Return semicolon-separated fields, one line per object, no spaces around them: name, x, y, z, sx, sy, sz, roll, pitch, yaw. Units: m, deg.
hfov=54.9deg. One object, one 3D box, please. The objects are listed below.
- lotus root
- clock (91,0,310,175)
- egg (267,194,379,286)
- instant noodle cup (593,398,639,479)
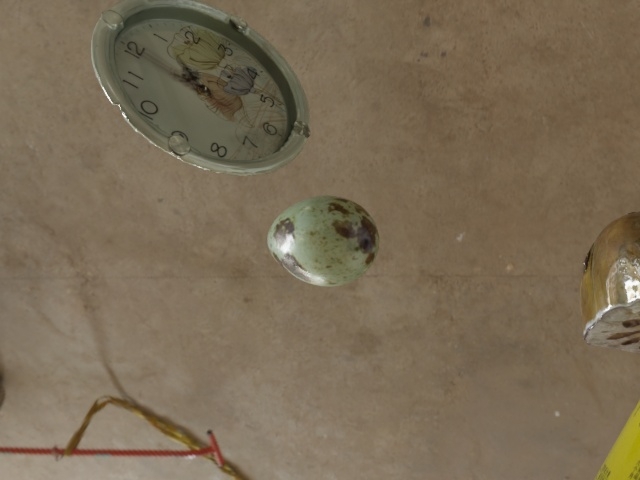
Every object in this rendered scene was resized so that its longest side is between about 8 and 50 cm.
lotus root;0.526;0.064;0.953;0.271;0.192;0.272;-3;151;-2
clock;-0.121;-0.154;0.641;0.236;0.236;0.053;34;137;-9
egg;0.000;0.000;1.149;0.231;0.169;0.169;4;128;37
instant noodle cup;0.346;0.204;0.422;0.325;0.325;0.254;35;94;-10
